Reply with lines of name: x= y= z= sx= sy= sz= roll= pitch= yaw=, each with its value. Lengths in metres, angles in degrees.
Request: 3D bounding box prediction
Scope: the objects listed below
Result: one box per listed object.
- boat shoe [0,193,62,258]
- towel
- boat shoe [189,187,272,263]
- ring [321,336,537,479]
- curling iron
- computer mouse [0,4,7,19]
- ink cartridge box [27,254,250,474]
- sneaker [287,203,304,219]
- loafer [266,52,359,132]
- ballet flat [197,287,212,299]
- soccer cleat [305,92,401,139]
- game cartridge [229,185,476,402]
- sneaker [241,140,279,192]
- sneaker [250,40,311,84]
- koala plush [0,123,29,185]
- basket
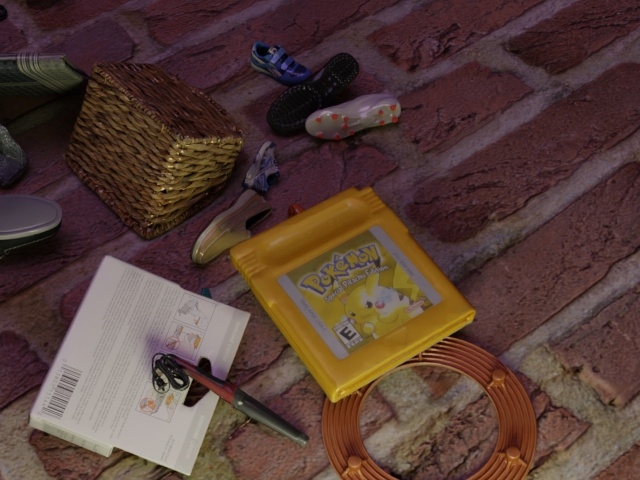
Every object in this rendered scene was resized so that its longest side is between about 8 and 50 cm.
boat shoe: x=-0.602 y=-0.010 z=1.846 sx=0.302 sy=0.091 sz=0.114 roll=-4 pitch=42 yaw=2
towel: x=-0.601 y=-0.321 z=1.990 sx=0.312 sy=0.324 sz=0.056 roll=-2 pitch=89 yaw=0
boat shoe: x=-0.154 y=-0.018 z=1.857 sx=0.072 sy=0.068 sz=0.190 roll=34 pitch=58 yaw=12
ring: x=0.169 y=0.279 z=1.617 sx=0.336 sy=0.032 sz=0.337 roll=-1 pitch=51 yaw=2
curling iron: x=-0.143 y=0.252 z=1.612 sx=0.274 sy=0.035 sz=0.068 roll=27 pitch=57 yaw=-1
computer mouse: x=-0.815 y=-0.523 z=2.321 sx=0.242 sy=0.041 sz=0.071 roll=16 pitch=51 yaw=7
ink cartridge box: x=-0.283 y=0.201 z=1.654 sx=0.261 sy=0.066 sz=0.296 roll=23 pitch=60 yaw=-6
sneaker: x=0.000 y=0.000 z=1.846 sx=0.067 sy=0.064 sz=0.175 roll=-20 pitch=59 yaw=-33
loafer: x=-0.015 y=-0.284 z=2.074 sx=0.220 sy=0.078 sz=0.080 roll=-37 pitch=90 yaw=-13
ballet flat: x=-0.200 y=0.129 z=1.753 sx=0.041 sy=0.041 sz=0.114 roll=-11 pitch=50 yaw=-7
soccer cleat: x=0.061 y=-0.245 z=2.041 sx=0.196 sy=0.068 sz=0.076 roll=-13 pitch=35 yaw=-10
game cartridge: x=0.049 y=0.072 z=1.723 sx=0.285 sy=0.053 sz=0.324 roll=-28 pitch=62 yaw=-20
sneaker: x=-0.103 y=-0.134 z=1.964 sx=0.058 sy=0.052 sz=0.135 roll=26 pitch=46 yaw=-3
sneaker: x=-0.085 y=-0.366 z=2.144 sx=0.144 sy=0.059 sz=0.053 roll=23 pitch=53 yaw=19
koala plush: x=-0.702 y=-0.158 z=1.924 sx=0.196 sy=0.203 sz=0.221 roll=33 pitch=71 yaw=27
basket: x=-0.308 y=-0.175 z=1.973 sx=0.299 sy=0.223 sz=0.213 roll=39 pitch=28 yaw=29
